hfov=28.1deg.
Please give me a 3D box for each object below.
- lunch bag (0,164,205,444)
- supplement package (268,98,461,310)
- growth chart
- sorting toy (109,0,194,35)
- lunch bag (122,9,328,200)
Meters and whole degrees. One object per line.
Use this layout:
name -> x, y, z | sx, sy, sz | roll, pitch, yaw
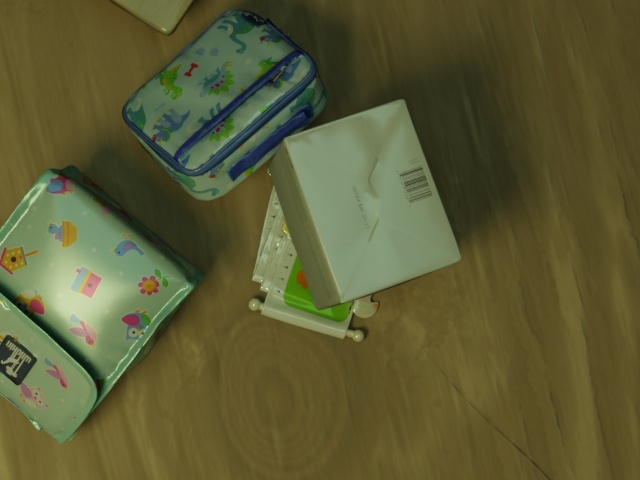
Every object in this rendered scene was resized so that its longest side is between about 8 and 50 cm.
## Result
lunch bag -> -0.300, 0.077, 1.490 | 0.223, 0.160, 0.262 | 41, 93, -3
supplement package -> 0.045, -0.035, 1.489 | 0.149, 0.203, 0.194 | -18, 87, -9
growth chart -> 0.000, 0.000, 1.593 | 0.172, 0.021, 0.237 | 8, 83, -5
sorting toy -> -0.226, -0.416, 1.588 | 0.255, 0.089, 0.257 | 32, 81, -1
lunch bag -> -0.111, -0.163, 1.535 | 0.219, 0.090, 0.176 | -40, 57, -8
